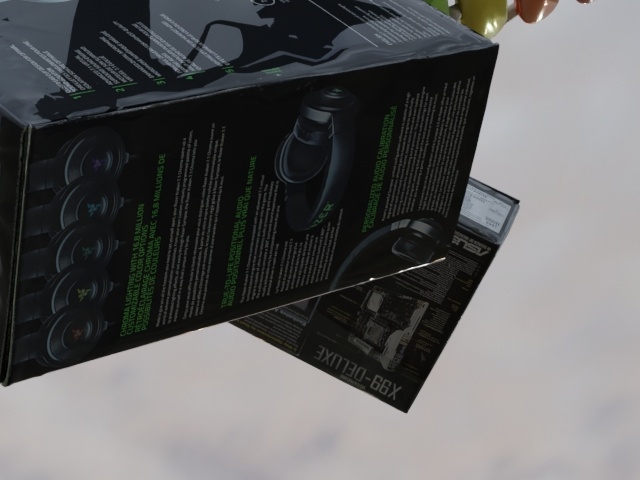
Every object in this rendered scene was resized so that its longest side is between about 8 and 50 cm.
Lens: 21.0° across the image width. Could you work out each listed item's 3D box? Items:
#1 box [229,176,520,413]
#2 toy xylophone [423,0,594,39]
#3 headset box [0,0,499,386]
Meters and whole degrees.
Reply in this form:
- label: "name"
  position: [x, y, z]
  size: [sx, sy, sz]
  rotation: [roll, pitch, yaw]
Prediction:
- label: "box"
  position: [0.000, 0.000, 1.625]
  size: [0.307, 0.076, 0.242]
  rotation: [26, -50, 3]
- label: "toy xylophone"
  position: [0.117, -0.205, 1.313]
  size: [0.322, 0.081, 0.236]
  rotation: [-36, -35, -6]
- label: "headset box"
  position: [-0.106, -0.070, 0.838]
  size: [0.283, 0.246, 0.131]
  rotation: [-15, -52, -39]
